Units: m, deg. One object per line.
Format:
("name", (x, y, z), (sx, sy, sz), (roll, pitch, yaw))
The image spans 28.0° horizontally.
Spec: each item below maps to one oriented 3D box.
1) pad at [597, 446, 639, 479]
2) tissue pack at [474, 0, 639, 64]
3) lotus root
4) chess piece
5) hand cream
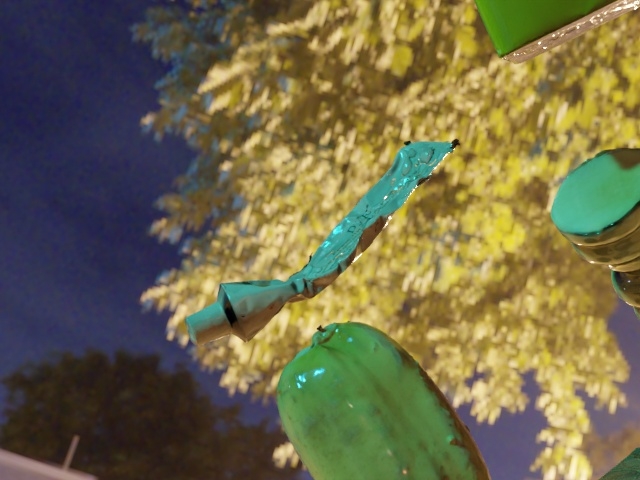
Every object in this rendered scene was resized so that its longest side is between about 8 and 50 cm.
("pad", (0.273, 0.260, 1.143), (0.248, 0.368, 0.007), (-19, -84, 53))
("tissue pack", (0.239, -0.360, 1.412), (0.200, 0.274, 0.167), (-25, -3, 16))
("lotus root", (0.083, 0.243, 1.384), (0.342, 0.169, 0.151), (55, -31, 10))
("chess piece", (0.381, 0.020, 1.490), (0.133, 0.133, 0.243), (-8, -46, 42))
("hand cream", (0.002, 0.003, 1.019), (0.050, 0.257, 0.084), (55, -14, -14))
